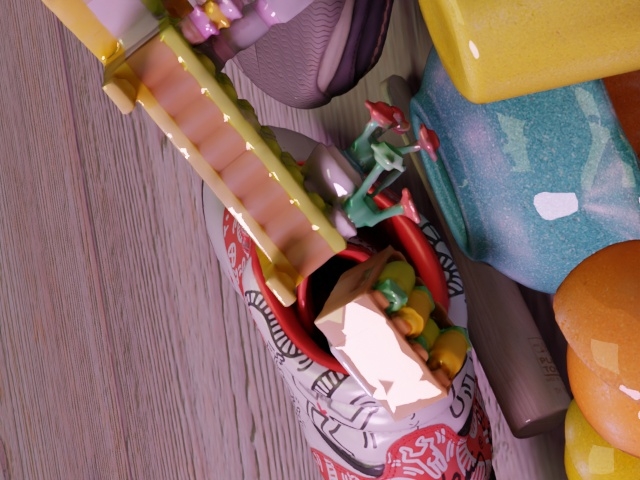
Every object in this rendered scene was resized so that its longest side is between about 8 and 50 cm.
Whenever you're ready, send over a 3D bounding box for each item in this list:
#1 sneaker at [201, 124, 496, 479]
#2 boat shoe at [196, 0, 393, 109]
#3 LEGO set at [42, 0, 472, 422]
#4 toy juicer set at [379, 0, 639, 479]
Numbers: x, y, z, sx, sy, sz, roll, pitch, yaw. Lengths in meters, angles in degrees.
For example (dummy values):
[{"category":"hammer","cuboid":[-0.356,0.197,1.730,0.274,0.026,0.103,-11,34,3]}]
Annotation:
[{"category":"sneaker","cuboid":[0.001,0.000,0.681,0.145,0.090,0.270,75,173,-48]},{"category":"boat shoe","cuboid":[0.020,-0.210,0.576,0.132,0.130,0.355,45,144,38]},{"category":"LEGO set","cuboid":[-0.022,-0.082,0.530,0.287,0.107,0.132,53,-176,19]},{"category":"toy juicer set","cuboid":[0.098,-0.003,0.569,0.329,0.089,0.209,105,143,-85]}]
